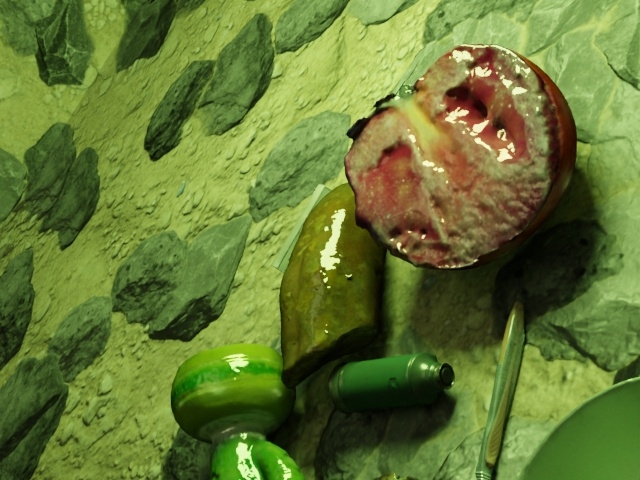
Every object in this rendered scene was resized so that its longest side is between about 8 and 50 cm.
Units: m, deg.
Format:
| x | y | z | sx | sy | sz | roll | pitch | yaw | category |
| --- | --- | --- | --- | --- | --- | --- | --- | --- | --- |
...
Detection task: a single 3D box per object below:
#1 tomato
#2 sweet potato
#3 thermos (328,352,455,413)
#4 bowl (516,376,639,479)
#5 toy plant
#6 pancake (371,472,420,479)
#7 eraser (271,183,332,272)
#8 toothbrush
| x | y | z | sx | sy | sz | roll | pitch | yaw | category |
| --- | --- | --- | --- | --- | --- | --- | --- | --- | --- |
| 0.210 | -0.089 | 1.666 | 0.335 | 0.176 | 0.290 | -39 | 58 | 24 | tomato |
| 0.023 | 0.042 | 1.807 | 0.157 | 0.158 | 0.370 | -22 | 47 | 41 | sweet potato |
| 0.104 | 0.193 | 1.659 | 0.187 | 0.083 | 0.073 | -13 | 75 | 45 | thermos |
| 0.339 | 0.293 | 1.183 | 0.307 | 0.163 | 0.307 | -33 | 40 | 32 | bowl |
| -0.107 | 0.320 | 1.761 | 0.224 | 0.184 | 0.316 | -33 | 56 | 39 | toy plant |
| 0.078 | 0.388 | 1.567 | 0.199 | 0.021 | 0.199 | -33 | 40 | 33 | pancake |
| 0.000 | 0.000 | 1.911 | 0.150 | 0.104 | 0.023 | -60 | 32 | -5 | eraser |
| 0.212 | 0.244 | 1.509 | 0.037 | 0.028 | 0.375 | -19 | 49 | 53 | toothbrush |
